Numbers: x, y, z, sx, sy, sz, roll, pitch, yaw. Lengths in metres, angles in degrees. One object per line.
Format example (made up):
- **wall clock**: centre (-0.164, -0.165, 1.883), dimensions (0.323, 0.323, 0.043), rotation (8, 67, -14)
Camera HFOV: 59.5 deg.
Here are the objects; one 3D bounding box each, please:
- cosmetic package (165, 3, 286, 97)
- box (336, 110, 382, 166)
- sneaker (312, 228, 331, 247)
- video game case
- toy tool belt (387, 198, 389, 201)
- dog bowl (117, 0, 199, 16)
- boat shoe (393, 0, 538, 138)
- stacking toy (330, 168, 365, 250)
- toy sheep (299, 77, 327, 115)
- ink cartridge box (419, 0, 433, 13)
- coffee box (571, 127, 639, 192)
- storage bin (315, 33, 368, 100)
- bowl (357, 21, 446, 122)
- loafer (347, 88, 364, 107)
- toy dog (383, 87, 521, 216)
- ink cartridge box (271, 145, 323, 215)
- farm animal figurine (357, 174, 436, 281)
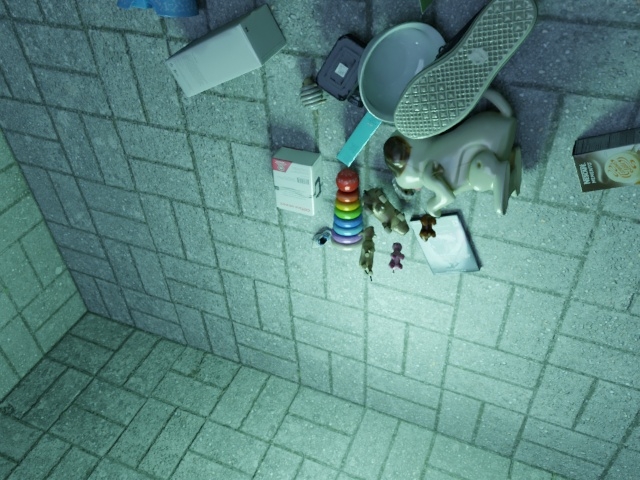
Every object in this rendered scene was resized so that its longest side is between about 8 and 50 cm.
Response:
- **cosmetic package**: centre (-0.324, -0.641, 1.903), dimensions (0.365, 0.197, 0.155), rotation (-7, 124, 37)
- **box**: centre (0.148, -0.373, 1.936), dimensions (0.060, 0.100, 0.244), rotation (35, 138, -3)
- **sneaker**: centre (0.000, 0.000, 2.393), dimensions (0.052, 0.058, 0.135), rotation (41, 137, -8)
- **video game case**: centre (0.479, 0.018, 2.152), dimensions (0.196, 0.026, 0.274), rotation (-8, 123, 35)
- **toy tool belt**: centre (0.217, -0.159, 2.135), dimensions (0.083, 0.052, 0.051), rotation (39, 106, -10)
- **dog bowl**: centre (-0.554, -0.824, 1.905), dimensions (0.297, 0.166, 0.074), rotation (18, 123, 17)
- **boat shoe**: centre (0.405, -0.485, 1.586), dimensions (0.187, 0.156, 0.500), rotation (41, 123, -1)
- **stacking toy**: centre (0.104, -0.124, 2.172), dimensions (0.141, 0.141, 0.330), rotation (13, 130, 20)
- **toy sheep**: centre (-0.028, -0.498, 1.939), dimensions (0.091, 0.091, 0.132), rotation (-8, 105, 35)
- **ink cartridge box**: centre (0.250, -0.743, 1.488), dimensions (0.056, 0.171, 0.235), rotation (4, 130, 29)
- **coffee box**: centre (0.880, -0.236, 1.628), dimensions (0.246, 0.098, 0.141), rotation (-8, 123, 35)
- **storage bin**: centre (0.079, -0.552, 1.787), dimensions (0.122, 0.084, 0.180), rotation (34, 117, -2)
- **bowl**: centre (0.228, -0.519, 1.689), dimensions (0.297, 0.134, 0.298), rotation (-12, 127, -16)
- **loafer**: centre (0.083, -0.515, 1.885), dimensions (0.170, 0.062, 0.061), rotation (30, 115, -1)
- **toy dog**: centre (0.398, -0.262, 1.765), dimensions (0.407, 0.284, 0.396), rotation (4, 122, 28)
- **ink cartridge box**: centre (-0.087, -0.232, 2.202), dimensions (0.171, 0.100, 0.237), rotation (14, 133, 19)
- **farm animal figurine**: centre (0.247, -0.059, 2.074), dimensions (0.330, 0.172, 0.327), rotation (-27, 104, 6)
